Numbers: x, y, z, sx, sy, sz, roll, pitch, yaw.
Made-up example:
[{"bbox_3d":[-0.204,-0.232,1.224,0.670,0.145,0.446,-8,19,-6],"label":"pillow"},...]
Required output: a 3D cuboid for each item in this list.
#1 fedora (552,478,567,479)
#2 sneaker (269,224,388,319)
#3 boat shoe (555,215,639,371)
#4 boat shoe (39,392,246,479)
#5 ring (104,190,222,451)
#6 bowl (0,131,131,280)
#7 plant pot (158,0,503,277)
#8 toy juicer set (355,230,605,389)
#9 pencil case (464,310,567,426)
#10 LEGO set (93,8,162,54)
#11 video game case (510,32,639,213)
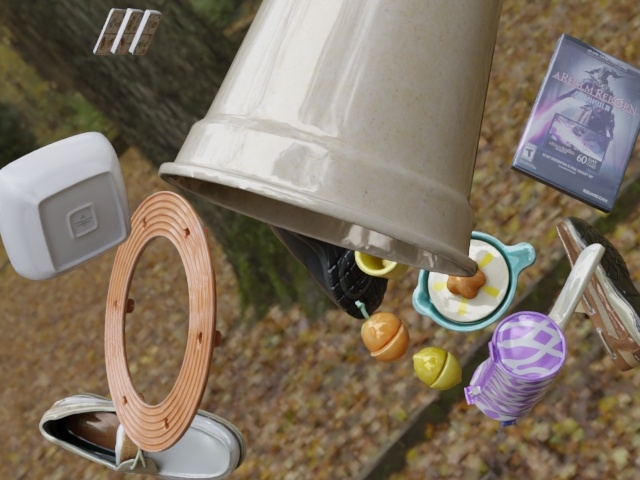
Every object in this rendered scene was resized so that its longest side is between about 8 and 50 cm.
[{"bbox_3d":[0.354,0.461,1.740,0.079,0.194,0.194,-13,28,30],"label":"fedora"},{"bbox_3d":[0.000,0.000,1.713,0.109,0.286,0.130,-43,26,-18],"label":"sneaker"},{"bbox_3d":[0.524,0.102,2.139,0.120,0.122,0.324,-45,52,30],"label":"boat shoe"},{"bbox_3d":[-0.260,0.291,1.631,0.302,0.113,0.103,6,4,18],"label":"boat shoe"},{"bbox_3d":[-0.204,0.104,1.470,0.336,0.032,0.337,-12,76,57],"label":"ring"},{"bbox_3d":[-0.260,-0.029,1.183,0.142,0.142,0.053,-27,39,-29],"label":"bowl"},{"bbox_3d":[0.042,-0.156,1.152,0.334,0.333,0.306,5,76,71],"label":"plant pot"},{"bbox_3d":[0.190,0.091,1.477,0.329,0.089,0.209,3,76,26],"label":"toy juicer set"},{"bbox_3d":[0.219,0.146,1.294,0.206,0.088,0.086,94,174,-66],"label":"pencil case"},{"bbox_3d":[-0.287,-0.414,1.801,0.244,0.060,0.182,-63,-11,16],"label":"LEGO set"},{"bbox_3d":[0.471,-0.210,2.021,0.026,0.196,0.274,136,157,-75],"label":"video game case"}]
